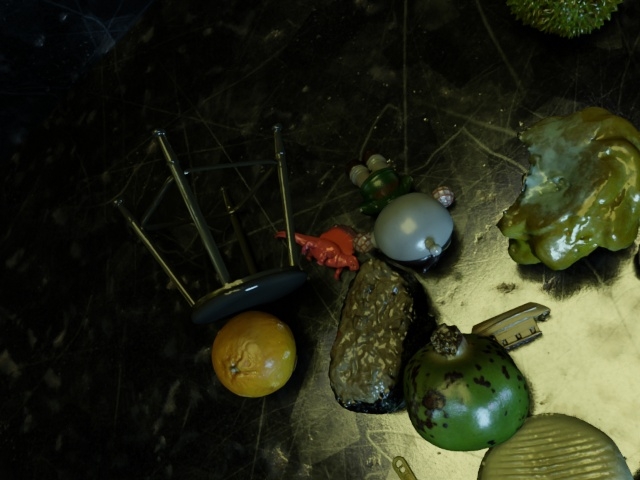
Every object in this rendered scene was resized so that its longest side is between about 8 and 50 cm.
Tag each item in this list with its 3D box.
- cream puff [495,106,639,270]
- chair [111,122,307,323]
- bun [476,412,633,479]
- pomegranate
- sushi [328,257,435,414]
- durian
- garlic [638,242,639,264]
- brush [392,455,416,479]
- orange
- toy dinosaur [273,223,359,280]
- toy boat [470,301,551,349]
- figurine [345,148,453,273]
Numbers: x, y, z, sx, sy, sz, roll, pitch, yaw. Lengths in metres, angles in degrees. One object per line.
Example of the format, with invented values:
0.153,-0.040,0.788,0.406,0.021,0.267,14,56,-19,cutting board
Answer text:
0.533,-0.087,1.067,0.274,0.270,0.323,17,89,47,cream puff
-0.250,-0.023,1.356,0.362,0.365,0.410,-37,72,46,chair
0.446,0.473,0.994,0.287,0.146,0.287,-32,34,24,bun
0.284,0.294,1.069,0.254,0.254,0.270,-18,111,20,pomegranate
0.136,0.224,1.219,0.211,0.171,0.350,8,77,29,sushi
0.577,-0.629,1.265,0.291,0.224,0.291,0,99,0,durian
0.724,0.005,1.052,0.175,0.099,0.124,-16,82,20,garlic
0.224,0.575,1.155,0.082,0.010,0.218,-41,60,9,brush
-0.169,0.287,1.340,0.219,0.193,0.219,-2,79,9,orange
0.007,-0.004,1.425,0.286,0.070,0.139,32,79,33,toy dinosaur
0.412,0.199,1.160,0.201,0.057,0.077,-27,70,16,toy boat
0.190,-0.078,1.298,0.281,0.167,0.370,-30,57,-1,figurine
